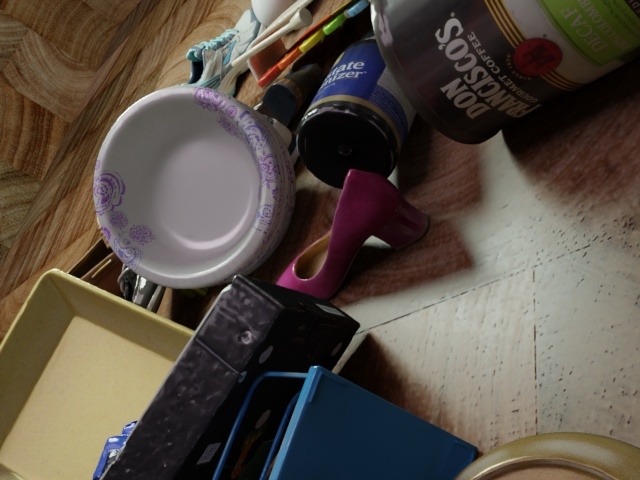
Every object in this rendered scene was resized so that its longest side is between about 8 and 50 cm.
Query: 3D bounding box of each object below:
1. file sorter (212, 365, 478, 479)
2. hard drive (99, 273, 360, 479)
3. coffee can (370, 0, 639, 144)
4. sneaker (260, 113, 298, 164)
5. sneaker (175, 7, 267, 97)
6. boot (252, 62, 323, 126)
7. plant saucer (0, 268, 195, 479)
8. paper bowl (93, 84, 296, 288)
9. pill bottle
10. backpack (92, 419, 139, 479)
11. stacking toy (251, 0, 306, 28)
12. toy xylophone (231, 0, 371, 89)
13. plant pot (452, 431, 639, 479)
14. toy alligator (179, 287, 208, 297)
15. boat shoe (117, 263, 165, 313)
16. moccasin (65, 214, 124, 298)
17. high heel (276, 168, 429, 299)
[{"bbox_3d":[0.017,0.186,0.575,0.104,0.170,0.118,-13,51,57],"label":"file sorter"},{"bbox_3d":[-0.105,0.198,0.697,0.064,0.237,0.339,33,93,21],"label":"hard drive"},{"bbox_3d":[0.212,-0.237,0.661,0.275,0.201,0.201,-27,40,42],"label":"coffee can"},{"bbox_3d":[-0.134,-0.122,1.195,0.235,0.095,0.090,-38,35,33],"label":"sneaker"},{"bbox_3d":[-0.216,-0.399,1.567,0.110,0.122,0.283,3,64,57],"label":"sneaker"},{"bbox_3d":[-0.073,-0.224,1.252,0.106,0.082,0.219,-47,10,-37],"label":"boot"},{"bbox_3d":[-0.332,0.245,1.020,0.333,0.081,0.332,20,75,24],"label":"plant saucer"},{"bbox_3d":[-0.174,-0.074,1.062,0.284,0.284,0.148,-52,-11,10],"label":"paper bowl"},{"bbox_3d":[0.060,-0.172,0.897,0.123,0.123,0.219,-29,26,41],"label":"pill bottle"},{"bbox_3d":[-0.191,0.269,0.862,0.120,0.098,0.101,0,56,21],"label":"backpack"},{"bbox_3d":[-0.021,-0.646,1.403,0.480,0.350,0.350,-63,24,24],"label":"stacking toy"},{"bbox_3d":[-0.021,-0.358,1.216,0.323,0.081,0.236,-19,28,51],"label":"toy xylophone"},{"bbox_3d":[0.140,0.229,0.443,0.236,0.032,0.236,-26,46,30],"label":"plant pot"},{"bbox_3d":[-0.190,0.053,1.146,0.190,0.051,0.056,-13,52,52],"label":"toy alligator"},{"bbox_3d":[-0.294,0.037,1.212,0.335,0.095,0.112,-91,23,-64],"label":"boat shoe"},{"bbox_3d":[-0.394,-0.014,1.429,0.380,0.147,0.139,-49,30,14],"label":"moccasin"},{"bbox_3d":[0.000,0.000,0.838,0.244,0.117,0.082,-26,41,43],"label":"high heel"}]
